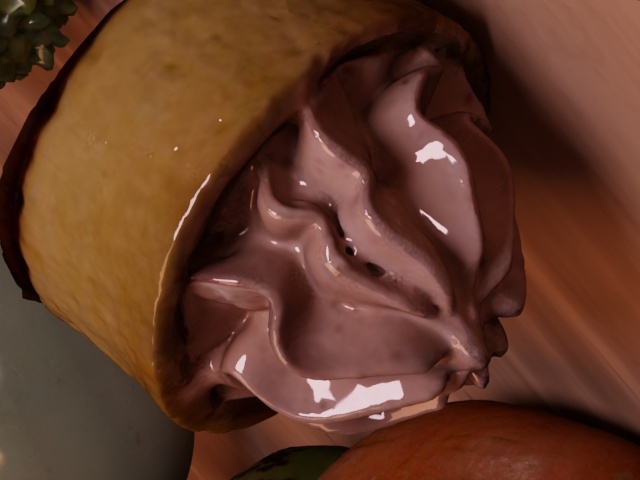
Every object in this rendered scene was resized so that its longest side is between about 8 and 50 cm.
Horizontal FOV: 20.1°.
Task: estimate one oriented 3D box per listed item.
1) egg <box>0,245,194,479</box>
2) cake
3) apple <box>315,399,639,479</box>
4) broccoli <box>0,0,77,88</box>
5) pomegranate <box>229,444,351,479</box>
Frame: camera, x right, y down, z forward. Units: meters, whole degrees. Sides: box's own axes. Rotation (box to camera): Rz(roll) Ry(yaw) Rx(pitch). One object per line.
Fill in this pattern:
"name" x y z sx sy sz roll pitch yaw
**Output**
"egg" -0.209 0.105 1.320 0.283 0.203 0.203 56 159 -18
"cake" 0.000 0.000 0.695 0.178 0.185 0.208 44 149 19
"apple" 0.089 0.190 0.860 0.253 0.253 0.253 41 160 18
"broccoli" -0.258 -0.130 0.872 0.338 0.277 0.317 34 151 50
"pomegranate" -0.021 0.286 1.069 0.285 0.340 0.285 12 112 32
